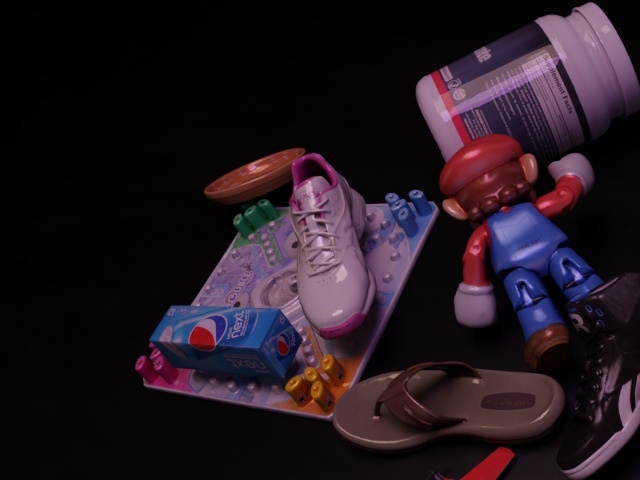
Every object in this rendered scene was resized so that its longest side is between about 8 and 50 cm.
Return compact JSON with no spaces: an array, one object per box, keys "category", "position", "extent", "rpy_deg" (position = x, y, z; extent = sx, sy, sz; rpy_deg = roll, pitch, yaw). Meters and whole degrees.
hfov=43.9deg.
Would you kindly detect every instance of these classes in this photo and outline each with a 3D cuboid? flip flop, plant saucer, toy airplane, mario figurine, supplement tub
[{"category":"flip flop","position":[0.137,0.182,0.911],"extent":[0.277,0.080,0.112],"rpy_deg":[-8,43,32]},{"category":"plant saucer","position":[-0.114,-0.114,1.449],"extent":[0.200,0.037,0.200],"rpy_deg":[-21,16,6]},{"category":"toy airplane","position":[0.161,0.279,0.823],"extent":[0.151,0.028,0.151],"rpy_deg":[-21,36,16]},{"category":"mario figurine","position":[0.259,0.004,0.988],"extent":[0.198,0.170,0.320],"rpy_deg":[-6,53,-20]},{"category":"supplement tub","position":[0.292,-0.202,1.142],"extent":[0.272,0.191,0.191],"rpy_deg":[-25,36,12]}]

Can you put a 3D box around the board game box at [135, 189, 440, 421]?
[{"category":"board game box","position":[-0.057,0.074,1.219],"extent":[0.390,0.050,0.390],"rpy_deg":[0,48,38]}]

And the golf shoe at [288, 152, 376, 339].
[{"category":"golf shoe","position":[0.000,0.000,1.098],"extent":[0.115,0.140,0.306],"rpy_deg":[-22,38,14]}]

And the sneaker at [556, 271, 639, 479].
[{"category":"sneaker","position":[0.279,0.124,0.807],"extent":[0.217,0.121,0.079],"rpy_deg":[-49,-2,-10]}]

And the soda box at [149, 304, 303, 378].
[{"category":"soda box","position":[-0.133,0.138,1.098],"extent":[0.210,0.071,0.067],"rpy_deg":[-3,46,36]}]
